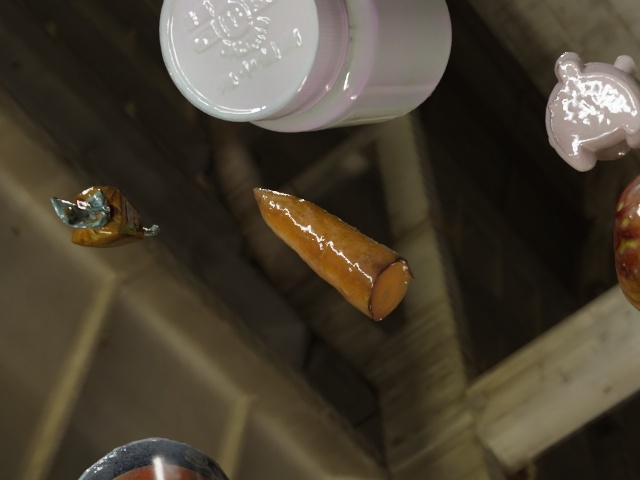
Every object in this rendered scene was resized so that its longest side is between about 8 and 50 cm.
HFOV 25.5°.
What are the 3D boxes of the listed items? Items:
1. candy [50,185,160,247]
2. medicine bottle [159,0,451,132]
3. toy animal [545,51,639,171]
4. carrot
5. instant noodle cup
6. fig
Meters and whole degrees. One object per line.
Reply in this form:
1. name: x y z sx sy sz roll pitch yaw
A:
1. candy: -0.170 -0.018 1.121 0.182 0.053 0.047 31 -132 -84
2. medicine bottle: -0.006 -0.229 1.581 0.214 0.213 0.378 56 -157 8
3. toy animal: 0.298 -0.141 1.494 0.124 0.124 0.212 54 -163 1
4. carrot: 0.000 0.000 1.470 0.205 0.072 0.072 36 -172 26
5. instant noodle cup: -0.100 0.201 0.890 0.127 0.127 0.135 51 175 -11
6. fig: 0.410 0.005 1.351 0.159 0.257 0.159 -3 -90 -82
